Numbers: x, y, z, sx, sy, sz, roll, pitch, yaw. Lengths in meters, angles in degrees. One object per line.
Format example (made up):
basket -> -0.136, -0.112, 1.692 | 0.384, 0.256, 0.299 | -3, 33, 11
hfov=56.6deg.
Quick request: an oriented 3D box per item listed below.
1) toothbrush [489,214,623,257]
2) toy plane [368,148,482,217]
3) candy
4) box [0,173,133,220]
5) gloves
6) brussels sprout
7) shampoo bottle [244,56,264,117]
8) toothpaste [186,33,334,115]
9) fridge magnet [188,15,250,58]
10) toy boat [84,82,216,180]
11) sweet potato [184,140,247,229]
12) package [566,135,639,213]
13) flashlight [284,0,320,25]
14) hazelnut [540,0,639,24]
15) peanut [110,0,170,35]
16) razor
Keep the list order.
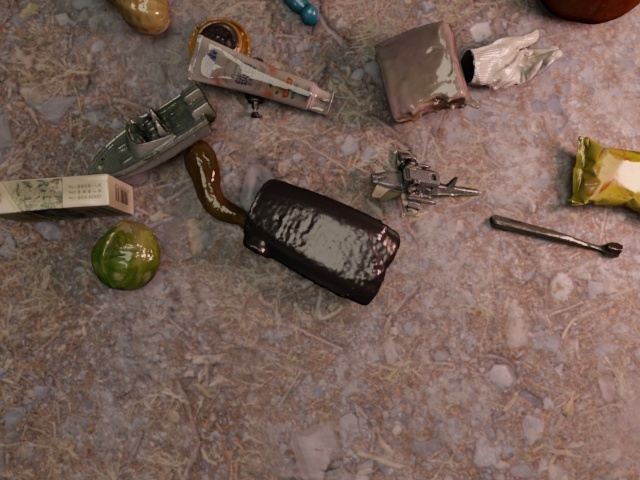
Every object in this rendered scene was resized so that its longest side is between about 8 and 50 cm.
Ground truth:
toothbrush -> 0.525, -0.011, 1.328 | 0.297, 0.030, 0.030 | 14, 59, 3
toy plane -> 0.238, -0.127, 1.313 | 0.262, 0.088, 0.192 | 0, 57, -3
candy -> 0.228, -0.362, 1.291 | 0.185, 0.137, 0.195 | -13, 85, 19
box -> -0.554, -0.087, 1.277 | 0.256, 0.164, 0.069 | -4, 85, 0
gloves -> 0.427, -0.403, 1.331 | 0.229, 0.097, 0.119 | -8, 100, 1
brussels sprout -> -0.420, 0.034, 1.289 | 0.155, 0.117, 0.155 | 0, 93, 7
shampoo bottle -> -0.150, -0.351, 1.366 | 0.048, 0.027, 0.137 | 1, 85, 1
toothpaste -> -0.131, -0.358, 1.326 | 0.323, 0.066, 0.100 | 17, 101, -7
fridge magnet -> -0.231, -0.444, 1.358 | 0.143, 0.063, 0.143 | 0, 82, 0
toy boat -> -0.382, -0.223, 1.311 | 0.319, 0.092, 0.141 | -33, 51, 0
sweet potato -> -0.241, -0.119, 1.331 | 0.081, 0.062, 0.233 | -28, 88, -3
package -> 0.657, -0.135, 1.305 | 0.226, 0.090, 0.168 | 7, 87, -1
flashlight -> -0.054, -0.550, 1.374 | 0.129, 0.051, 0.051 | 44, 87, 6
hazelnut -> 0.591, -0.576, 1.290 | 0.229, 0.229, 0.229 | 0, 85, 1
peanut -> -0.449, -0.587, 1.344 | 0.290, 0.130, 0.130 | 43, 86, 3
razor -> -0.001, -0.001, 1.292 | 0.327, 0.107, 0.189 | 24, 84, 3
